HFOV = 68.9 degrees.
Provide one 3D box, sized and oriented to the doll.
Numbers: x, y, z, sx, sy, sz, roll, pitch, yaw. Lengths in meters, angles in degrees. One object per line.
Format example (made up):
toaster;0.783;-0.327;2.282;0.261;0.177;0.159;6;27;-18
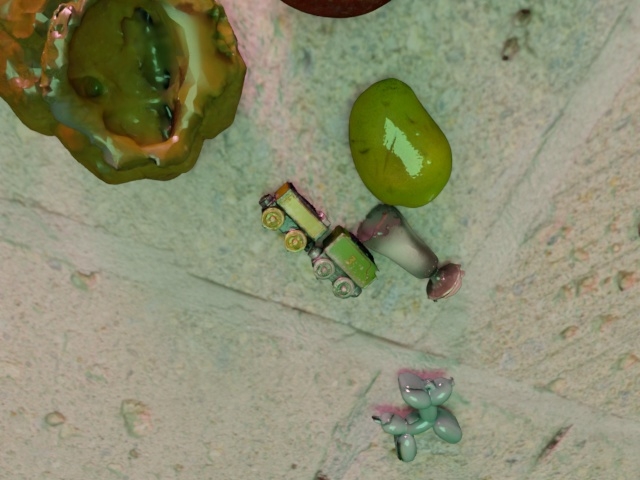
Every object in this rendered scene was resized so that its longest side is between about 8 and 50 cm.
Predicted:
doll;0.172;0.294;0.797;0.159;0.059;0.158;-32;112;14

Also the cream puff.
cream puff;-0.216;-0.186;0.496;0.281;0.185;0.282;1;115;2

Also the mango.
mango;0.096;-0.117;0.596;0.117;0.089;0.163;-35;99;21

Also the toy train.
toy train;0.000;0.000;0.657;0.081;0.060;0.202;-42;109;8

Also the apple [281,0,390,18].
apple;0.014;-0.329;0.455;0.201;0.162;0.201;-4;126;-5

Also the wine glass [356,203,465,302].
wine glass;0.130;0.017;0.664;0.155;0.072;0.072;39;108;-18
